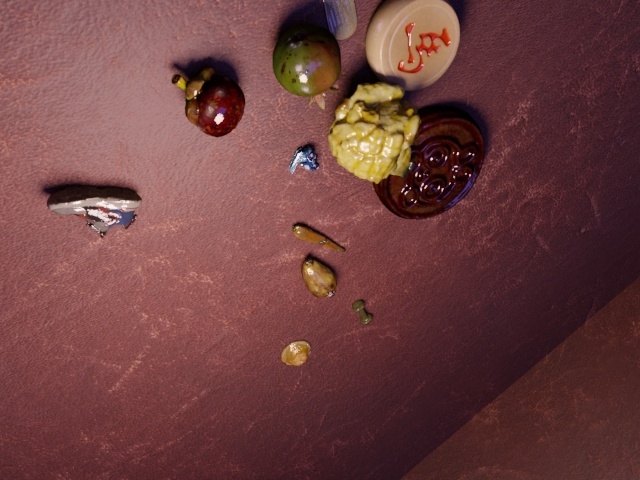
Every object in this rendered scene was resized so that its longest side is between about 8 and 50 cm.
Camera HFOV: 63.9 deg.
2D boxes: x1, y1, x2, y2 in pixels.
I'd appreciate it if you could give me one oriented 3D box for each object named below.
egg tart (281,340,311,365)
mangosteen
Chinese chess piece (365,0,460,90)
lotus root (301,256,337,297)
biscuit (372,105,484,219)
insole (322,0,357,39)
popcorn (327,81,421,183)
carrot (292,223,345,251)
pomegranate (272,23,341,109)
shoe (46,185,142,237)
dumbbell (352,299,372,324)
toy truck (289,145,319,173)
[{"bbox_3d":[-0.092,0.450,2.013,0.128,0.049,0.129,-12,127,-16],"label":"egg tart"},{"bbox_3d":[-0.280,-0.343,1.287,0.181,0.156,0.146,15,148,-2],"label":"mangosteen"},{"bbox_3d":[0.252,-0.546,1.406,0.273,0.102,0.273,-13,128,-17],"label":"Chinese chess piece"},{"bbox_3d":[-0.014,0.120,1.783,0.108,0.094,0.191,-47,125,-16],"label":"lotus root"},{"bbox_3d":[0.368,-0.240,1.698,0.407,0.091,0.408,-13,128,-18],"label":"biscuit"},{"bbox_3d":[0.023,-0.667,1.266,0.119,0.009,0.348,-26,131,-7],"label":"insole"},{"bbox_3d":[0.158,-0.308,1.438,0.293,0.237,0.293,-45,165,-16],"label":"popcorn"},{"bbox_3d":[0.000,0.000,1.733,0.254,0.049,0.049,23,112,-41],"label":"carrot"},{"bbox_3d":[-0.023,-0.437,1.317,0.181,0.181,0.224,-35,148,2],"label":"pomegranate"},{"bbox_3d":[-0.590,-0.072,1.349,0.227,0.099,0.126,-2,122,-29],"label":"shoe"},{"bbox_3d":[0.164,0.284,2.016,0.052,0.046,0.118,-36,132,-5],"label":"dumbbell"},{"bbox_3d":[-0.053,-0.235,1.525,0.090,0.056,0.073,-17,126,4],"label":"toy truck"}]
